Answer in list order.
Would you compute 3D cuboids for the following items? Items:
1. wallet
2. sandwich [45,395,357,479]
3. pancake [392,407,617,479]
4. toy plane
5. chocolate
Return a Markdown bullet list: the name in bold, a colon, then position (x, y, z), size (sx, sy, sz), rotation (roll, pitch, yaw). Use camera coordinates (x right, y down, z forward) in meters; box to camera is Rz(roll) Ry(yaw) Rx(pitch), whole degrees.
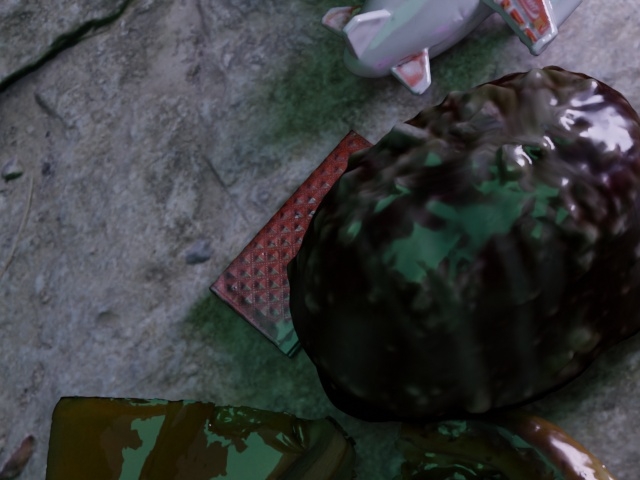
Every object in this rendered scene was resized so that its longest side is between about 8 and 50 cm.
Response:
- **wallet**: position (0.000, 0.000, 1.749), size (0.103, 0.020, 0.196), rotation (37, 82, 24)
- **sandwich**: position (-0.100, 0.242, 1.605), size (0.227, 0.155, 0.198), rotation (1, 71, 15)
- **pancake**: position (0.124, 0.245, 1.593), size (0.244, 0.057, 0.266), rotation (-38, 61, -4)
- **toy plane**: position (0.111, -0.240, 1.767), size (0.252, 0.118, 0.252), rotation (-4, 66, 10)
- **chocolate**: position (0.129, -0.010, 1.586), size (0.340, 0.210, 0.225), rotation (-26, 55, -6)
